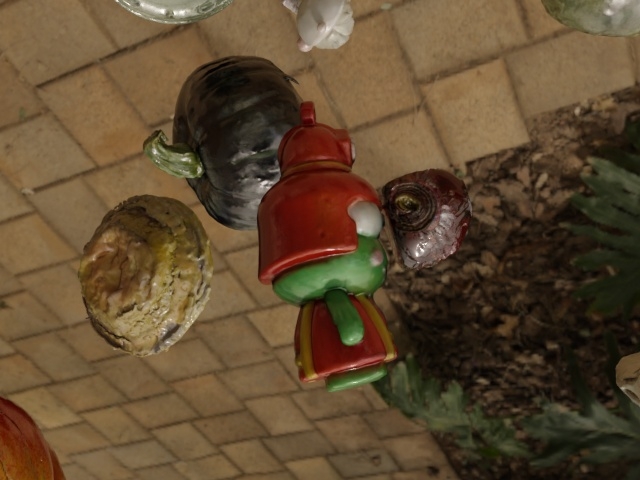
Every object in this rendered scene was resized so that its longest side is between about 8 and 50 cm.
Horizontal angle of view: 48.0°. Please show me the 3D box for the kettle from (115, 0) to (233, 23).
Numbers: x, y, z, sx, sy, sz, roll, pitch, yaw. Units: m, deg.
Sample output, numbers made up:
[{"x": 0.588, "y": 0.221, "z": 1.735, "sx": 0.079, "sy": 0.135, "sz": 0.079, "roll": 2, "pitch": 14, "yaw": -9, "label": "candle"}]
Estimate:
[{"x": -0.244, "y": -0.582, "z": 1.114, "sx": 0.249, "sy": 0.377, "sz": 0.361, "roll": -4, "pitch": 131, "yaw": -14, "label": "kettle"}]

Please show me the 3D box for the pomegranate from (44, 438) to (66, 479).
[{"x": -0.511, "y": 0.389, "z": 1.143, "sx": 0.209, "sy": 0.209, "sz": 0.209, "roll": 3, "pitch": 136, "yaw": 3, "label": "pomegranate"}]

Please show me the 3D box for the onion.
[{"x": 0.253, "y": -0.045, "z": 1.689, "sx": 0.206, "sy": 0.207, "sz": 0.216, "roll": -20, "pitch": 169, "yaw": 3, "label": "onion"}]

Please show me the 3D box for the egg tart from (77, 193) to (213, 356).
[{"x": -0.383, "y": 0.068, "z": 1.478, "sx": 0.351, "sy": 0.352, "sz": 0.150, "roll": -18, "pitch": 166, "yaw": 23, "label": "egg tart"}]

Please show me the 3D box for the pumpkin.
[{"x": -0.148, "y": -0.145, "z": 1.179, "sx": 0.295, "sy": 0.296, "sz": 0.296, "roll": 3, "pitch": 136, "yaw": 3, "label": "pumpkin"}]

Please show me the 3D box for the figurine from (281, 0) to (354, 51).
[{"x": 0.004, "y": -0.516, "z": 1.587, "sx": 0.181, "sy": 0.257, "sz": 0.144, "roll": -32, "pitch": 132, "yaw": 6, "label": "figurine"}]

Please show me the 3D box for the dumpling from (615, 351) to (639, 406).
[{"x": 0.633, "y": 0.207, "z": 1.098, "sx": 0.260, "sy": 0.181, "sz": 0.341, "roll": -13, "pitch": 159, "yaw": -9, "label": "dumpling"}]

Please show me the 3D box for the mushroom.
[{"x": 0.536, "y": -0.461, "z": 1.262, "sx": 0.266, "sy": 0.164, "sz": 0.190, "roll": 6, "pitch": 143, "yaw": -3, "label": "mushroom"}]

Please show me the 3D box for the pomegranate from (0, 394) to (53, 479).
[{"x": -0.352, "y": 0.245, "z": 0.672, "sx": 0.210, "sy": 0.235, "sz": 0.210, "roll": -34, "pitch": 163, "yaw": -12, "label": "pomegranate"}]

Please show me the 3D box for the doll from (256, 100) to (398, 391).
[{"x": 0.001, "y": 0.000, "z": 0.883, "sx": 0.160, "sy": 0.363, "sz": 0.183, "roll": -5, "pitch": 167, "yaw": 2, "label": "doll"}]
